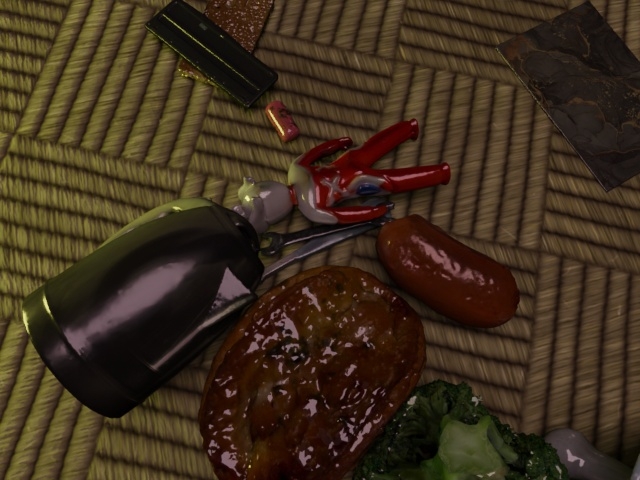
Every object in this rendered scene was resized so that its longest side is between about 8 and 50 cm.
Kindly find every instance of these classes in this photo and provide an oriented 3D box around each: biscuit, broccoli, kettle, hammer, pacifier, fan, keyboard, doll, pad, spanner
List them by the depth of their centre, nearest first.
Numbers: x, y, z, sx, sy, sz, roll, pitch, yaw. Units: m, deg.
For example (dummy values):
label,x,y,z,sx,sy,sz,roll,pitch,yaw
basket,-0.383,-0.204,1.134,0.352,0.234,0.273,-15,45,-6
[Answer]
label,x,y,z,sx,sy,sz,roll,pitch,yaw
broccoli,0.195,0.336,0.746,0.307,0.275,0.308,-7,41,6
pacifier,0.434,0.363,0.788,0.225,0.287,0.239,19,90,46
kettle,-0.252,0.057,0.839,0.324,0.228,0.321,-36,43,-9
spanner,0.013,-0.020,0.942,0.254,0.015,0.054,-15,57,-2
doll,0.026,-0.103,0.945,0.383,0.099,0.188,-16,54,-8
fan,0.000,0.000,0.955,0.282,0.023,0.057,-27,78,-11
hammer,-0.071,-0.225,1.008,0.043,0.043,0.083,-29,75,-10
keyboard,-0.251,-0.399,1.032,0.381,0.041,0.103,42,76,3
biscuit,-0.184,-0.409,1.064,0.131,0.025,0.231,20,74,3
pad,0.553,-0.300,1.069,0.247,0.007,0.368,-28,76,-10

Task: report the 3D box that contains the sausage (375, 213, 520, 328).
label,x,y,z,sx,sy,sz,roll,pitch,yaw
sausage,0.207,0.055,0.890,0.258,0.133,0.133,31,75,3

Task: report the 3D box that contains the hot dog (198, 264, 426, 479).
label,x,y,z,sx,sy,sz,roll,pitch,yaw
hot dog,-0.015,0.209,0.809,0.267,0.174,0.387,38,75,23
